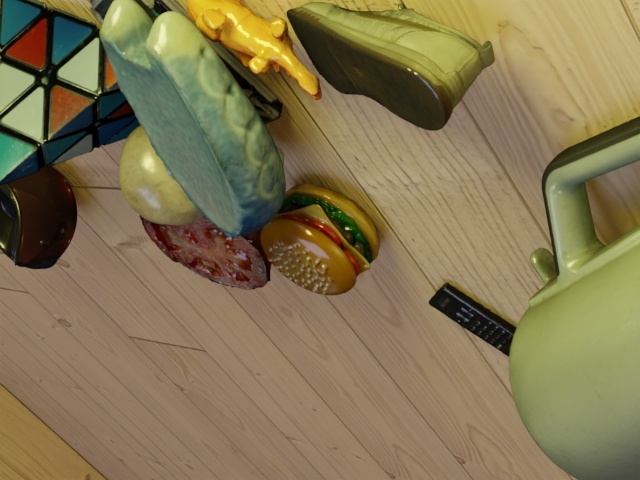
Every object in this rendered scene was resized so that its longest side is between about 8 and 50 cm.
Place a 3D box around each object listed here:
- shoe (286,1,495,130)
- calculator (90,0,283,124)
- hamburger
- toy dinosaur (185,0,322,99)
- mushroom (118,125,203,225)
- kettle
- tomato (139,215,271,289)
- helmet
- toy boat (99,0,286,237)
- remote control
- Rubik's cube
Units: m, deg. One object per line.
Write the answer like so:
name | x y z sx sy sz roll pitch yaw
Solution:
shoe | 0.064 -0.198 1.284 0.275 0.098 0.103 33 155 44
calculator | -0.176 -0.233 1.566 0.274 0.028 0.165 43 156 -16
hamburger | 0.000 0.000 1.672 0.162 0.115 0.162 25 152 14
toy dinosaur | -0.104 -0.249 1.406 0.288 0.070 0.117 41 174 11
mushroom | -0.205 -0.094 1.710 0.154 0.154 0.122 41 168 -17
kettle | 0.358 0.052 1.280 0.361 0.250 0.377 59 154 10
tomato | -0.156 -0.017 1.854 0.225 0.085 0.225 22 151 13
helmet | -0.504 -0.045 2.069 0.189 0.193 0.216 18 145 26
toy boat | -0.131 -0.155 1.501 0.215 0.123 0.330 22 147 52
remote control | 0.262 0.137 1.722 0.245 0.025 0.063 34 153 -1
Rubik's cube | -0.349 -0.247 1.695 0.234 0.284 0.250 54 -163 9
